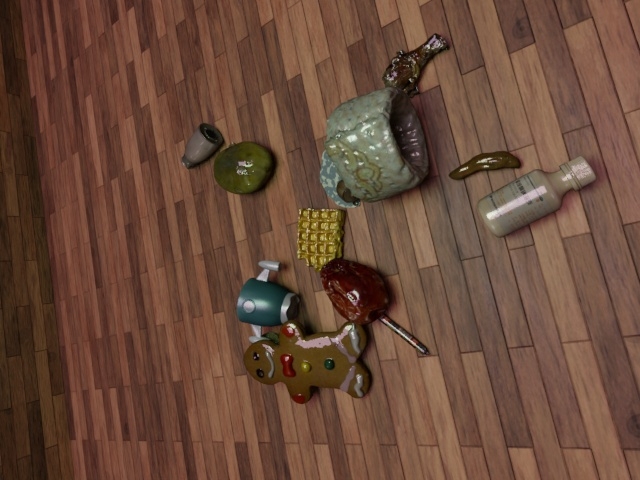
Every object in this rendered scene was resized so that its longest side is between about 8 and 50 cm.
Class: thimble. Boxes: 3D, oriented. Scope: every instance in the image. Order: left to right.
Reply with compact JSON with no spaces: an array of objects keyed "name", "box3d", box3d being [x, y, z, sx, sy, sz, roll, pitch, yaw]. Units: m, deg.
[{"name":"thimble","box3d":[0.159,-0.263,1.129,0.195,0.291,0.291,-15,82,32]}]

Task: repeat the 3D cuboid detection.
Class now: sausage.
[{"name":"sausage","box3d":[0.239,0.274,1.225,0.198,0.028,0.025,36,135,27]}]

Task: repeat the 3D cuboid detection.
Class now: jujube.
[{"name":"jujube","box3d":[0.097,0.143,1.251,0.236,0.168,0.168,42,111,37]}]

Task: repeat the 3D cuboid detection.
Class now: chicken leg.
[{"name":"chicken leg","box3d":[0.265,-0.510,1.195,0.125,0.080,0.196,39,102,16]}]

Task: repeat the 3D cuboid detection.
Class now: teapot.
[{"name":"teapot","box3d":[0.107,-0.163,1.294,0.110,0.085,0.080,-37,44,-2]}]

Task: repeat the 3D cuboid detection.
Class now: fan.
[{"name":"fan","box3d":[0.059,-0.204,1.354,0.131,0.009,0.240,-32,73,29]}]

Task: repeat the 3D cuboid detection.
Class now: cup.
[{"name":"cup","box3d":[-0.171,0.219,1.411,0.173,0.167,0.299,10,96,17]}]

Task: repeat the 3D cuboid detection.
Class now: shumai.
[{"name":"shumai","box3d":[-0.189,0.395,1.472,0.099,0.124,0.087,45,154,25]}]

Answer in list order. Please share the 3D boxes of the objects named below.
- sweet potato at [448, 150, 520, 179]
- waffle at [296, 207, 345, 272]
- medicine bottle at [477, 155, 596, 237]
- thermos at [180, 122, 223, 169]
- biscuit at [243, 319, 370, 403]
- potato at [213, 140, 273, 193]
[{"name":"sweet potato","box3d":[0.427,-0.202,1.097,0.182,0.054,0.053,-10,75,34]},{"name":"waffle","box3d":[0.000,0.000,1.362,0.160,0.055,0.210,2,90,32]},{"name":"medicine bottle","box3d":[0.519,-0.109,1.001,0.252,0.114,0.114,-31,74,28]},{"name":"thermos","box3d":[-0.485,-0.375,1.659,0.193,0.105,0.137,-38,44,33]},{"name":"biscuit","box3d":[-0.057,0.395,1.322,0.432,0.064,0.283,-4,97,18]},{"name":"potato","box3d":[-0.283,-0.263,1.494,0.228,0.148,0.197,24,88,33]}]
